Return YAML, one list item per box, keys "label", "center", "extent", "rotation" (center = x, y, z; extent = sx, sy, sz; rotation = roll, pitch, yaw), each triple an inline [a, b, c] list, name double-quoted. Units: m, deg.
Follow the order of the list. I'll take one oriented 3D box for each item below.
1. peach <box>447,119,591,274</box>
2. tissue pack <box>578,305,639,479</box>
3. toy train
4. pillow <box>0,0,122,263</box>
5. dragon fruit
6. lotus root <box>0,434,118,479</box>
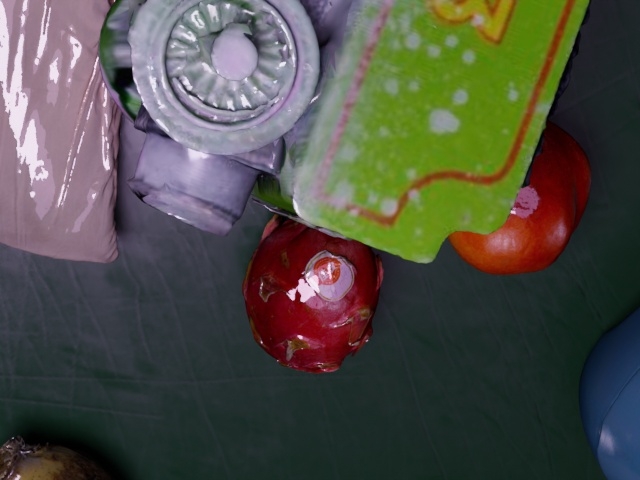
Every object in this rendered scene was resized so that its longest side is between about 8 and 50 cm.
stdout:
- label: "peach"
  center: [0.124, -0.032, 0.844]
  extent: [0.101, 0.100, 0.100]
  rotation: [-2, 109, -5]
- label: "tissue pack"
  center: [0.322, 0.088, 0.849]
  extent: [0.198, 0.206, 0.287]
  rotation: [42, 101, -18]
- label: "toy train"
  center: [0.019, -0.137, 0.741]
  extent: [0.249, 0.173, 0.307]
  rotation: [21, 88, -16]
- label: "pillow"
  center: [-0.203, -0.120, 0.796]
  extent: [0.173, 0.067, 0.270]
  rotation: [5, 107, -3]
- label: "dragon fruit"
  center: [0.000, 0.000, 0.849]
  extent: [0.094, 0.094, 0.190]
  rotation: [9, 103, -9]
- label: "lotus root"
  center: [-0.165, 0.208, 0.898]
  extent: [0.081, 0.089, 0.179]
  rotation: [-8, 122, 43]
